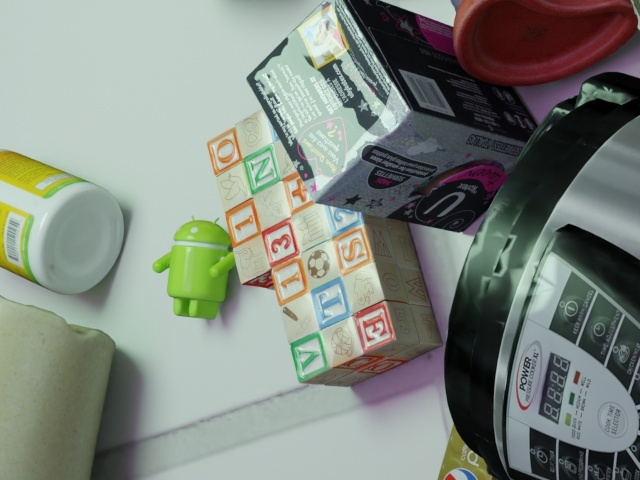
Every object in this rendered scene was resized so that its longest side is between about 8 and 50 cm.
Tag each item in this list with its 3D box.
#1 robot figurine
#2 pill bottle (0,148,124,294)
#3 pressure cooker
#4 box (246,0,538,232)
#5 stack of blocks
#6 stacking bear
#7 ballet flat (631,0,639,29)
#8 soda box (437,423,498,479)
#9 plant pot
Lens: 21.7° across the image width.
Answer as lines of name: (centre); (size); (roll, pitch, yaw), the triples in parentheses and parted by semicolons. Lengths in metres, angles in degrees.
robot figurine: (-0.136, 0.030, 1.871); (0.101, 0.067, 0.115); (4, 86, 40)
pill bottle: (-0.366, -0.033, 2.013); (0.245, 0.136, 0.136); (21, 97, 38)
pressure cooker: (0.302, 0.082, 1.345); (0.420, 0.375, 0.370); (26, 69, 37)
box: (0.078, -0.117, 1.612); (0.142, 0.247, 0.163); (-43, 60, 27)
stack of blocks: (0.000, 0.000, 1.758); (0.171, 0.087, 0.297); (-27, 68, 32)
stacking bear: (0.190, -0.312, 1.617); (0.164, 0.175, 0.289); (124, 145, -59)
ballet flat: (0.324, -0.337, 1.529); (0.147, 0.147, 0.409); (-21, 67, 34)
soda box: (0.159, 0.215, 1.623); (0.061, 0.058, 0.181); (19, 95, 38)
plant pot: (-0.382, 0.223, 1.904); (0.334, 0.334, 0.305); (11, 79, 38)
